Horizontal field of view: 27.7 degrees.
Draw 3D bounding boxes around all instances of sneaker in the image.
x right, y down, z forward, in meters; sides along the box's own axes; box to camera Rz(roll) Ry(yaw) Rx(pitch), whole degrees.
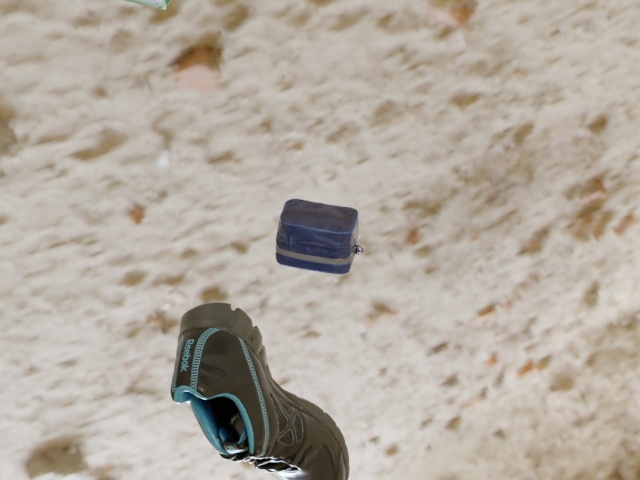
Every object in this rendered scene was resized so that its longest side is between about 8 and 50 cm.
[{"bbox_3d":[-0.082,0.235,1.612,0.125,0.140,0.341,-19,126,28],"label":"sneaker"}]

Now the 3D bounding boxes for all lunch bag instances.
[{"bbox_3d":[0.000,0.000,1.457,0.098,0.067,0.065,10,120,7],"label":"lunch bag"}]

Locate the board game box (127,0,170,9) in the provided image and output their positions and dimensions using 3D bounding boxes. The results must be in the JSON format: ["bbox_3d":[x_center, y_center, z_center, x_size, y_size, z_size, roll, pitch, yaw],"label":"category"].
[{"bbox_3d":[-0.202,-0.352,1.003,0.213,0.317,0.046,8,168,-18],"label":"board game box"}]
